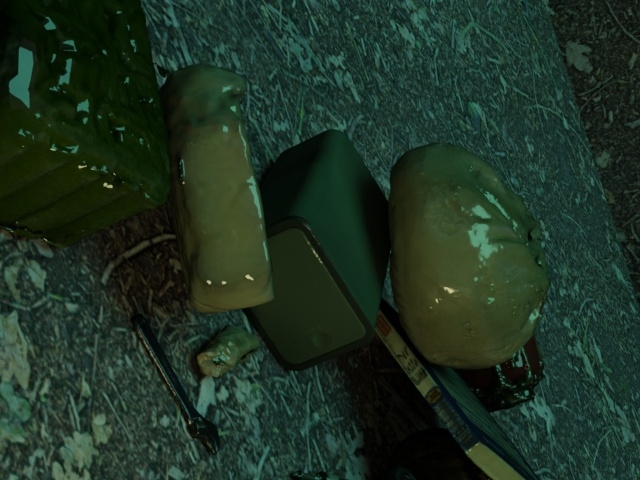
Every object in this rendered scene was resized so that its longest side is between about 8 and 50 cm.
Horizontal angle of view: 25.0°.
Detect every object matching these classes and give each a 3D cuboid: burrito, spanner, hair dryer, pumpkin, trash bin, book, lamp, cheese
[{"bbox_3d":[-0.123,0.146,1.941,0.149,0.041,0.055,-32,111,-68],"label":"burrito"},{"bbox_3d":[-0.182,0.183,1.832,0.208,0.012,0.046,61,26,-10],"label":"spanner"},{"bbox_3d":[0.039,0.349,2.047,0.197,0.100,0.057,21,42,-37],"label":"hair dryer"},{"bbox_3d":[0.189,0.396,2.206,0.224,0.157,0.224,50,14,-17],"label":"pumpkin"},{"bbox_3d":[0.000,0.000,2.165,0.223,0.158,0.343,58,26,-19],"label":"trash bin"},{"bbox_3d":[0.214,0.256,2.289,0.300,0.039,0.428,43,7,-40],"label":"book"},{"bbox_3d":[0.295,0.170,2.588,0.177,0.177,0.274,5,63,-62],"label":"lamp"},{"bbox_3d":[-0.133,-0.057,1.843,0.326,0.115,0.318,-109,-167,-47],"label":"cheese"}]

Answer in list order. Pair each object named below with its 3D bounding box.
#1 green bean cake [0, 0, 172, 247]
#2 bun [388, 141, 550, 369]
[{"bbox_3d":[-0.315,-0.183,1.647,0.335,0.218,0.319,18,53,-55],"label":"green bean cake"},{"bbox_3d":[0.221,0.026,2.209,0.326,0.234,0.362,-53,130,-68],"label":"bun"}]
